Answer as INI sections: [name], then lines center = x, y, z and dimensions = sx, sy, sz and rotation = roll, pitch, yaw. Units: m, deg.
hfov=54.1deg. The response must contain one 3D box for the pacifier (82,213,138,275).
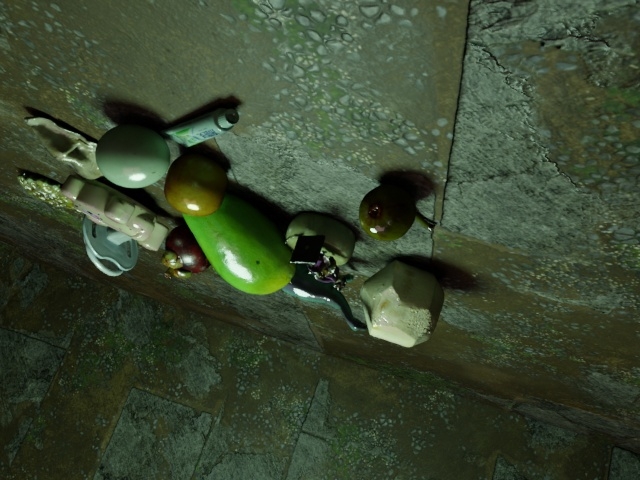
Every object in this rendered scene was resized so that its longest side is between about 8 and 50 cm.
[pacifier]
center = -0.700, -0.010, 2.202
dimensions = 0.225, 0.239, 0.287
rotation = -22, 147, 17

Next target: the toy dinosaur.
[toy dinosaur]
center = -0.045, 0.138, 1.795
dimensions = 0.383, 0.130, 0.331
rotation = 18, -166, 1

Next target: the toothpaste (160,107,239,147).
[toothpaste]
center = -0.259, -0.241, 1.350
dimensions = 0.074, 0.048, 0.296
rotation = 29, 163, -32

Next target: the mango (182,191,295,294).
[mango]
center = -0.228, 0.000, 1.721
dimensions = 0.382, 0.201, 0.225
rotation = 43, 154, -25

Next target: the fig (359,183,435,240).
[fig]
center = 0.181, -0.057, 1.365
dimensions = 0.124, 0.124, 0.236
rotation = 2, 178, 42

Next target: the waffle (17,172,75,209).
[waffle]
center = -0.962, -0.167, 2.213
dimensions = 0.203, 0.054, 0.223
rotation = 21, 162, -1

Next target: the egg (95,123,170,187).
[egg]
center = -0.440, -0.198, 1.474
dimensions = 0.192, 0.150, 0.149
rotation = 4, 156, 27

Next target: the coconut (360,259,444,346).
[coconut]
center = 0.214, 0.173, 1.722
dimensions = 0.241, 0.241, 0.241
rotation = 18, 161, 6

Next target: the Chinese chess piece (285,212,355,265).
[Chinese chess piece]
center = 0.000, 0.000, 1.682
dimensions = 0.188, 0.083, 0.188
rotation = 16, 156, 7

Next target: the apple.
[apple]
center = -0.302, -0.130, 1.538
dimensions = 0.147, 0.147, 0.163
rotation = 16, 159, 0

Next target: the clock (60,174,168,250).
[clock]
center = -0.643, -0.090, 1.957
dimensions = 0.283, 0.114, 0.309
rotation = 26, 171, 14

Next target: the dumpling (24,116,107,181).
[dumpling]
center = -0.651, -0.224, 1.720
dimensions = 0.166, 0.086, 0.332
rotation = 12, 164, 29

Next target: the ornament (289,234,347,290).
[ornament]
center = 0.010, 0.061, 1.619
dimensions = 0.088, 0.081, 0.203
rotation = 0, 154, 34

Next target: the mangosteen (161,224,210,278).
[mangosteen]
center = -0.444, 0.045, 2.067
dimensions = 0.199, 0.200, 0.200
rotation = 18, 161, 6
